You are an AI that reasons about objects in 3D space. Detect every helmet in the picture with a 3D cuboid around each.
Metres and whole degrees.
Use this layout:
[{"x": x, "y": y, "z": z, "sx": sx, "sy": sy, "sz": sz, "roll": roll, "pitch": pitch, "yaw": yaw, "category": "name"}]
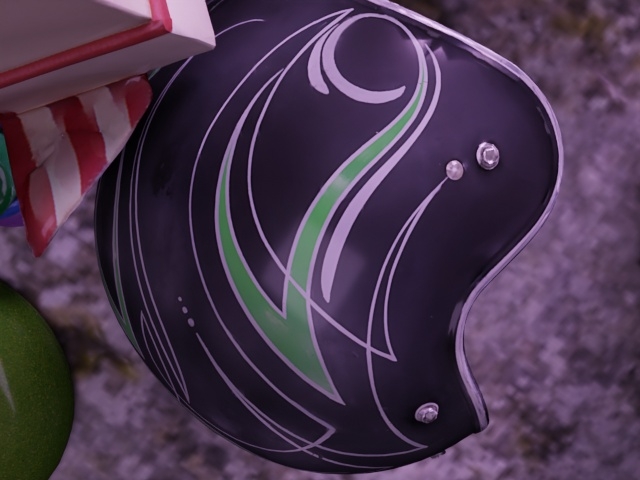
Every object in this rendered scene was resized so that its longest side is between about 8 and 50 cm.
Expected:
[{"x": 0.000, "y": 0.000, "z": 0.517, "sx": 0.169, "sy": 0.169, "sz": 0.161, "roll": 27, "pitch": 89, "yaw": -8, "category": "helmet"}]

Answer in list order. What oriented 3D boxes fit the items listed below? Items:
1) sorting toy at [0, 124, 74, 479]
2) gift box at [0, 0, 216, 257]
[{"x": -0.180, "y": 0.106, "z": 0.566, "sx": 0.127, "sy": 0.126, "sz": 0.366, "roll": 22, "pitch": 106, "yaw": -6, "category": "sorting toy"}, {"x": -0.192, "y": -0.118, "z": 0.409, "sx": 0.255, "sy": 0.258, "sz": 0.276, "roll": -11, "pitch": 88, "yaw": 16, "category": "gift box"}]
